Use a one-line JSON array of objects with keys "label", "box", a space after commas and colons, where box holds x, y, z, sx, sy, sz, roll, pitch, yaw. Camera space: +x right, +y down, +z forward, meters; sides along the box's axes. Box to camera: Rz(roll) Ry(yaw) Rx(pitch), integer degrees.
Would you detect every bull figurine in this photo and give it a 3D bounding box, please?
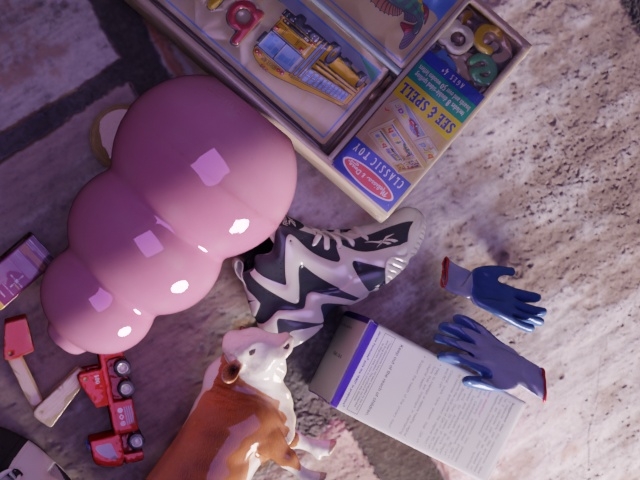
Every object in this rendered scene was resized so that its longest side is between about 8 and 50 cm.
[{"label": "bull figurine", "box": [-0.097, 0.248, 1.480, 0.188, 0.101, 0.310, 36, 94, -8]}]

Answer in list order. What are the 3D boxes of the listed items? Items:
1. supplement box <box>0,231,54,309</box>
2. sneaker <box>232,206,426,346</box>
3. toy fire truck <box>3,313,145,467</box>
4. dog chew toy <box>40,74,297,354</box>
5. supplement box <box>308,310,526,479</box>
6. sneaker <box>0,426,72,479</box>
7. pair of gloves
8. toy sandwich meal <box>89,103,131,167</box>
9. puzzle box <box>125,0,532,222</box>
[{"label": "supplement box", "box": [-0.341, 0.033, 1.443, 0.083, 0.055, 0.043, -42, 102, -9]}, {"label": "sneaker", "box": [0.000, 0.000, 1.506, 0.235, 0.094, 0.153, -35, 108, 0]}, {"label": "toy fire truck", "box": [-0.281, 0.171, 1.467, 0.135, 0.047, 0.192, -11, 96, -13]}, {"label": "dog chew toy", "box": [-0.178, -0.016, 1.402, 0.206, 0.206, 0.332, 39, 93, -12]}, {"label": "supplement box", "box": [0.113, 0.184, 1.533, 0.220, 0.111, 0.114, 27, 86, -13]}, {"label": "sneaker", "box": [-0.297, 0.313, 1.404, 0.330, 0.146, 0.122, 42, 73, -1]}, {"label": "pair of gloves", "box": [0.204, 0.102, 1.540, 0.159, 0.023, 0.198, 24, 46, -21]}, {"label": "toy sandwich meal", "box": [-0.223, -0.119, 1.482, 0.085, 0.029, 0.086, -1, 96, -8]}, {"label": "puzzle box", "box": [0.004, -0.252, 1.479, 0.409, 0.052, 0.272, 40, 81, -1]}]
